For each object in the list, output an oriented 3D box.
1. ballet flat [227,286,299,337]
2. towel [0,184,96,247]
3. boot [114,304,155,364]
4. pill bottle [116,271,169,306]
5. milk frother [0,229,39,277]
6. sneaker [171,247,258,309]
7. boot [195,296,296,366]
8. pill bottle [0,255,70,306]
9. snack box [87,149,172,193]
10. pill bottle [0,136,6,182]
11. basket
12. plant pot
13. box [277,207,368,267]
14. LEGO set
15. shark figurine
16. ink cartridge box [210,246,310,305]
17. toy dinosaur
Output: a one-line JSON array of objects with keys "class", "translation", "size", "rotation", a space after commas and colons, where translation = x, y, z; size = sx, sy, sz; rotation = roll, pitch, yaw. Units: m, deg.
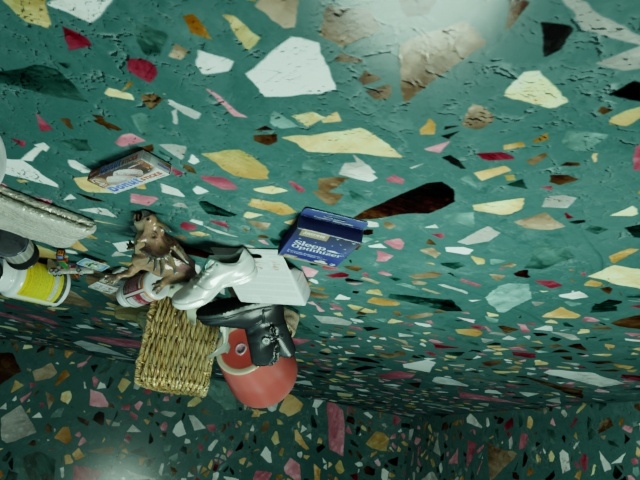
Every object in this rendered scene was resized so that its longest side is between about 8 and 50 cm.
[{"class": "ballet flat", "translation": [-0.161, 0.217, 1.798], "size": [0.107, 0.106, 0.316], "rotation": [-7, 154, 34]}, {"class": "towel", "translation": [-0.668, -0.053, 1.388], "size": [0.282, 0.049, 0.187], "rotation": [24, 155, -34]}, {"class": "boot", "translation": [-0.595, 0.329, 2.116], "size": [0.261, 0.204, 0.095], "rotation": [9, 158, -6]}, {"class": "pill bottle", "translation": [-0.504, 0.140, 1.736], "size": [0.152, 0.086, 0.086], "rotation": [-19, 147, 34]}, {"class": "milk frother", "translation": [-0.795, 0.039, 1.542], "size": [0.129, 0.143, 0.135], "rotation": [19, 160, -7]}, {"class": "sneaker", "translation": [-0.257, 0.080, 1.431], "size": [0.212, 0.080, 0.094], "rotation": [-27, 130, -10]}, {"class": "boot", "translation": [-0.200, 0.256, 1.689], "size": [0.246, 0.207, 0.094], "rotation": [-12, -160, -7]}, {"class": "pill bottle", "translation": [-0.834, 0.113, 1.751], "size": [0.119, 0.119, 0.208], "rotation": [-5, 161, 31]}, {"class": "snack box", "translation": [-0.349, -0.123, 1.120], "size": [0.178, 0.022, 0.064], "rotation": [-11, 153, 40]}, {"class": "pill bottle", "translation": [-0.686, -0.138, 1.035], "size": [0.272, 0.152, 0.152], "rotation": [0, 157, 21]}, {"class": "basket", "translation": [-0.435, 0.321, 1.909], "size": [0.223, 0.299, 0.213], "rotation": [10, 160, -9]}, {"class": "plant pot", "translation": [-0.241, 0.427, 2.190], "size": [0.274, 0.275, 0.243], "rotation": [2, 149, 17]}, {"class": "box", "translation": [0.000, 0.000, 1.281], "size": [0.136, 0.037, 0.225], "rotation": [13, 157, -12]}, {"class": "LEGO set", "translation": [-0.656, 0.077, 1.752], "size": [0.182, 0.060, 0.244], "rotation": [-24, 146, 36]}, {"class": "shark figurine", "translation": [-0.314, 0.196, 1.782], "size": [0.166, 0.116, 0.278], "rotation": [-36, 97, 16]}, {"class": "ink cartridge box", "translation": [-0.144, 0.076, 1.538], "size": [0.189, 0.066, 0.232], "rotation": [1, 137, 19]}, {"class": "toy dinosaur", "translation": [-0.356, 0.047, 1.432], "size": [0.200, 0.127, 0.295], "rotation": [-11, 158, 27]}]
